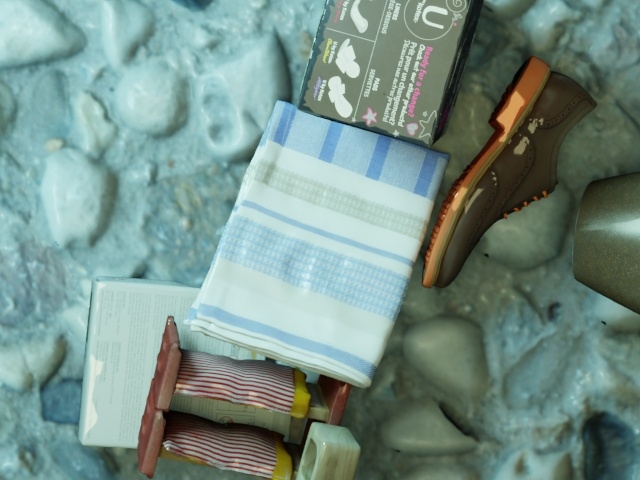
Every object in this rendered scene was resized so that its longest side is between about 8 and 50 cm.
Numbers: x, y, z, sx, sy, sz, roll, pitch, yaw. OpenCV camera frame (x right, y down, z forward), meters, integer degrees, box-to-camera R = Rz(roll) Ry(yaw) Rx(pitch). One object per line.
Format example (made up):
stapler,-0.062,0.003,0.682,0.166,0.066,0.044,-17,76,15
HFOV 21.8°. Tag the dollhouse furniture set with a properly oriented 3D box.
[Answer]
dollhouse furniture set,-0.064,0.217,1.670,0.201,0.374,0.152,12,102,-12

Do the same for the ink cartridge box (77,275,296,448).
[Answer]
ink cartridge box,-0.148,0.143,1.861,0.232,0.066,0.189,5,97,-14

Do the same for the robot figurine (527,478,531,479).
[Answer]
robot figurine,0.226,0.372,1.789,0.158,0.128,0.219,29,102,46

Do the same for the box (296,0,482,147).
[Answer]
box,0.078,-0.190,1.685,0.142,0.247,0.163,16,98,6

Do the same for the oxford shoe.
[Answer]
oxford shoe,0.196,-0.056,1.765,0.098,0.097,0.271,29,99,-3

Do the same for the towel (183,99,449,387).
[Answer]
towel,0.000,0.000,1.764,0.209,0.034,0.285,19,71,5

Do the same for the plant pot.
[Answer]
plant pot,0.382,0.007,1.705,0.230,0.215,0.215,10,97,20
